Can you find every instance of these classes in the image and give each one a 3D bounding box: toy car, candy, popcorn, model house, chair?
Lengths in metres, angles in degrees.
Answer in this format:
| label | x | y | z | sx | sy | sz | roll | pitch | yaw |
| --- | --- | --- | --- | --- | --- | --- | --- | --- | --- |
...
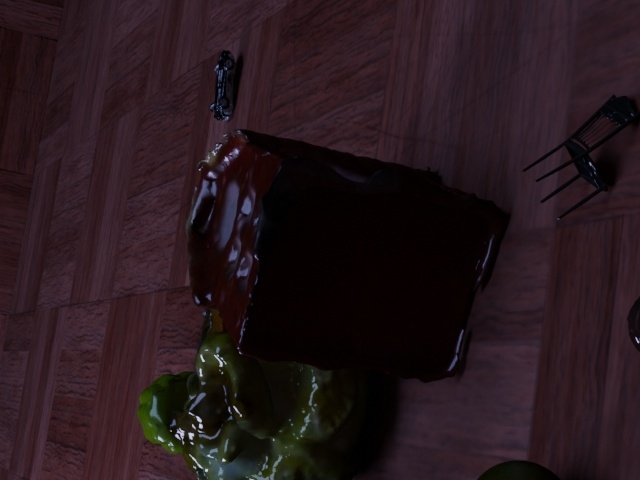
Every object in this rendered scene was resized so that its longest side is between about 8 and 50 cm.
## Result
| label | x | y | z | sx | sy | sz | roll | pitch | yaw |
| --- | --- | --- | --- | --- | --- | --- | --- | --- | --- |
| toy car | -0.124 | -0.203 | 1.737 | 0.041 | 0.025 | 0.093 | -179 | 96 | -67 |
| candy | -0.173 | 0.201 | 1.577 | 0.209 | 0.097 | 0.096 | 164 | 116 | -75 |
| popcorn | -0.047 | 0.140 | 1.157 | 0.198 | 0.212 | 0.198 | -11 | 69 | 32 |
| model house | 0.000 | 0.000 | 1.095 | 0.254 | 0.196 | 0.160 | -147 | 68 | -68 |
| chair | 0.181 | -0.055 | 0.892 | 0.086 | 0.042 | 0.037 | -39 | 30 | 2 |

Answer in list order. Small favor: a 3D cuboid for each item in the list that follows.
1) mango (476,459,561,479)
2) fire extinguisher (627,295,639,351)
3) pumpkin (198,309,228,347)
| label | x | y | z | sx | sy | sz | roll | pitch | yaw |
| --- | --- | --- | --- | --- | --- | --- | --- | --- | --- |
| mango | 0.121 | 0.245 | 0.785 | 0.267 | 0.111 | 0.133 | -95 | 15 | -47 |
| fire extinguisher | 0.225 | 0.054 | 0.708 | 0.158 | 0.043 | 0.064 | 12 | 120 | 69 |
| pumpkin | -0.126 | 0.112 | 1.581 | 0.073 | 0.035 | 0.101 | 168 | 109 | -79 |
